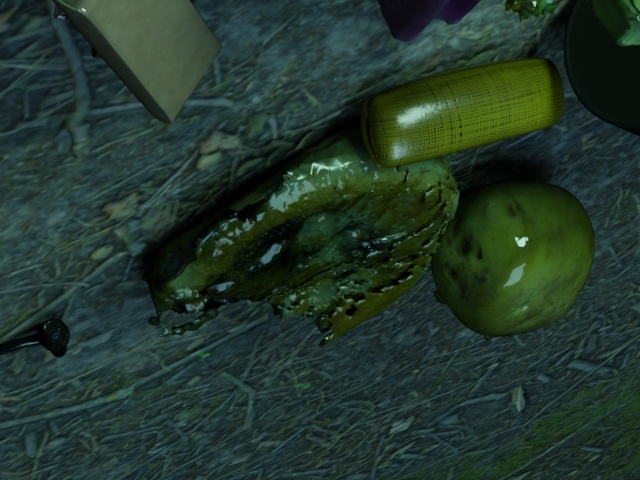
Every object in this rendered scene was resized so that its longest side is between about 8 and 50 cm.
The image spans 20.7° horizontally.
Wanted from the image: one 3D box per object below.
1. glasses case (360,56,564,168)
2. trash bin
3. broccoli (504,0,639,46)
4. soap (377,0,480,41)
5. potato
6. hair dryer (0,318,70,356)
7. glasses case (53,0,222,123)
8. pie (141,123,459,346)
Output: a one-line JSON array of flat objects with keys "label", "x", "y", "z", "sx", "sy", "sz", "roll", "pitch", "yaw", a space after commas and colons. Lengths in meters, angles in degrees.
[{"label": "glasses case", "x": 0.140, "y": -0.127, "z": 1.679, "sx": 0.234, "sy": 0.079, "sz": 0.064, "roll": -16, "pitch": -168, "yaw": -33}, {"label": "trash bin", "x": 0.408, "y": -0.170, "z": 1.753, "sx": 0.214, "sy": 0.214, "sz": 0.334, "roll": -45, "pitch": 148, "yaw": 26}, {"label": "broccoli", "x": 0.219, "y": -0.243, "z": 1.429, "sx": 0.194, "sy": 0.194, "sz": 0.220, "roll": -43, "pitch": 159, "yaw": 23}, {"label": "soap", "x": 0.076, "y": -0.224, "z": 1.300, "sx": 0.065, "sy": 0.122, "sz": 0.203, "roll": -23, "pitch": 179, "yaw": -7}, {"label": "potato", "x": 0.213, "y": 0.020, "z": 1.950, "sx": 0.228, "sy": 0.148, "sz": 0.197, "roll": -10, "pitch": 126, "yaw": -50}, {"label": "hair dryer", "x": -0.284, "y": 0.102, "z": 1.696, "sx": 0.083, "sy": 0.031, "sz": 0.079, "roll": -12, "pitch": 160, "yaw": -9}, {"label": "glasses case", "x": -0.141, "y": -0.179, "z": 1.304, "sx": 0.102, "sy": 0.070, "sz": 0.193, "roll": -58, "pitch": 155, "yaw": -10}, {"label": "pie", "x": 0.000, "y": 0.000, "z": 1.763, "sx": 0.371, "sy": 0.078, "sz": 0.296, "roll": 5, "pitch": 135, "yaw": -51}]
